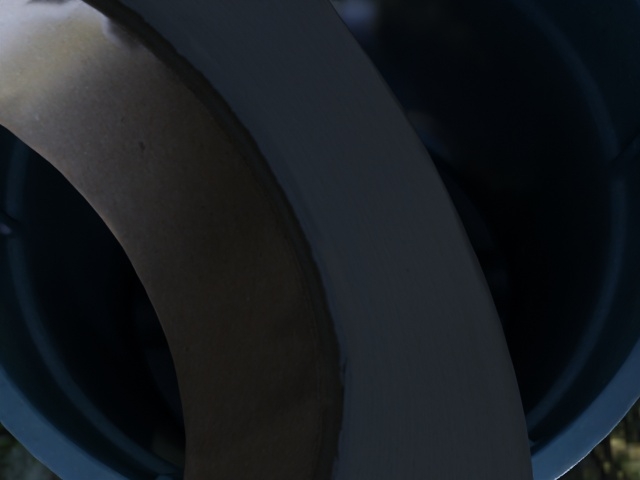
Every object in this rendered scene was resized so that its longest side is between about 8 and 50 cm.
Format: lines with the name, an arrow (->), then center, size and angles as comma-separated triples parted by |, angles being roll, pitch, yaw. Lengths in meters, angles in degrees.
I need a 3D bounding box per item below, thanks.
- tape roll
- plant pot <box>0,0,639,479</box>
tape roll -> -0.090, 0.017, 0.384 | 0.072, 0.392, 0.392 | -33, 171, 35
plant pot -> 0.000, 0.000, 0.760 | 0.341, 0.341, 0.334 | -6, 166, 0
